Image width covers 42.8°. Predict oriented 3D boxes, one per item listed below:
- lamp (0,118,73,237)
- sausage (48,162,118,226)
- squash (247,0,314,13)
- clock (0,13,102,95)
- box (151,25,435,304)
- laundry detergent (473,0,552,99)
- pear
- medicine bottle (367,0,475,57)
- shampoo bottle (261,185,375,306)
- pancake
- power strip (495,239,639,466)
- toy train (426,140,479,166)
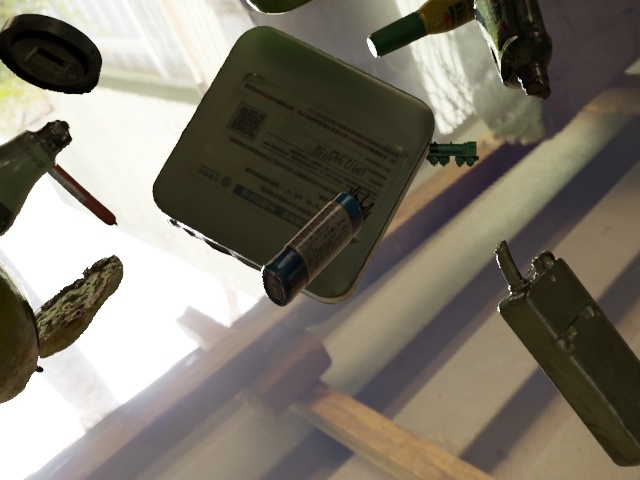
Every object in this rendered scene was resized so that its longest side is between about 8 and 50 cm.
[{"bbox_3d":[-0.610,-0.105,1.563,0.313,0.182,0.182,-25,-149,2],"label":"lamp"},{"bbox_3d":[-0.527,-0.115,1.737,0.034,0.253,0.034,-39,-162,15],"label":"sausage"},{"bbox_3d":[0.032,-0.463,1.288,0.370,0.118,0.118,-17,-148,29],"label":"squash"},{"bbox_3d":[-0.217,-0.149,0.658,0.085,0.085,0.017,-6,-121,29],"label":"clock"},{"bbox_3d":[-0.045,-0.133,1.436,0.395,0.111,0.397,28,-100,7],"label":"box"},{"bbox_3d":[0.285,-0.285,1.180,0.078,0.144,0.222,-7,-117,-9],"label":"laundry detergent"},{"bbox_3d":[-0.590,0.146,1.314,0.287,0.375,0.287,-17,-126,25],"label":"pear"},{"bbox_3d":[0.210,-0.419,1.534,0.260,0.095,0.064,-26,-119,-4],"label":"medicine bottle"},{"bbox_3d":[0.000,0.000,1.035,0.050,0.087,0.183,34,-119,20],"label":"shampoo bottle"},{"bbox_3d":[-0.497,0.132,1.632,0.282,0.049,0.282,-32,-156,16],"label":"pancake"},{"bbox_3d":[0.286,0.115,0.914,0.093,0.288,0.053,-38,-179,-34],"label":"power strip"},{"bbox_3d":[0.228,-0.150,1.413,0.092,0.045,0.029,3,-161,18],"label":"toy train"}]
